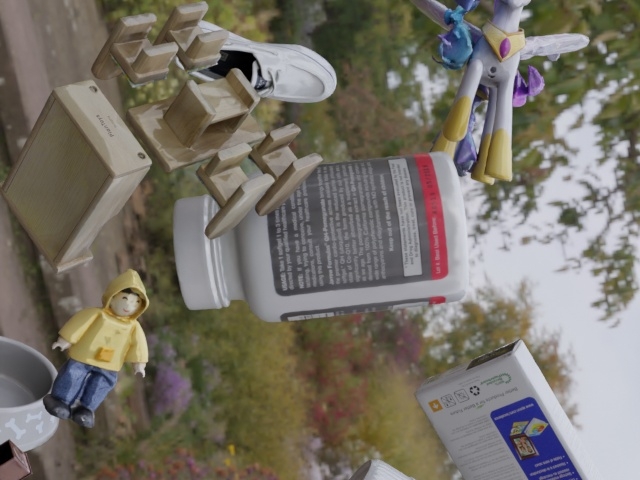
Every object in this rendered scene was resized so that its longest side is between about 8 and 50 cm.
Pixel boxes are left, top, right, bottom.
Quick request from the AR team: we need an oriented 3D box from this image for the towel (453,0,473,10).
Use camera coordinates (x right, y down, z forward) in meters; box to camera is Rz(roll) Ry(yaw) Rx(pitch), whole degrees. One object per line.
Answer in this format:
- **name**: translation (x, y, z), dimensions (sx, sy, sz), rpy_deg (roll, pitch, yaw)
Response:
- **towel**: translation (0.225, -0.490, 1.279), dimensions (0.336, 0.040, 0.243), rpy_deg (-62, -148, 22)

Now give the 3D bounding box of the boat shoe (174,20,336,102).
- **boat shoe**: translation (-0.097, -0.246, 1.444), dimensions (0.084, 0.258, 0.095), rpy_deg (-100, -155, -51)

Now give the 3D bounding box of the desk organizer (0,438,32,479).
- **desk organizer**: translation (-0.526, 0.372, 1.538), dimensions (0.047, 0.130, 0.050), rpy_deg (52, -9, 47)

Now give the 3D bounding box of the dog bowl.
- **dog bowl**: translation (-0.729, 0.318, 2.122), dimensions (0.348, 0.349, 0.102), rpy_deg (-112, -140, -66)

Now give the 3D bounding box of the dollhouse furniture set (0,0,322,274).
- **dollhouse furniture set**: translation (-0.167, -0.088, 0.968), dimensions (0.212, 0.242, 0.161), rpy_deg (53, -47, 10)

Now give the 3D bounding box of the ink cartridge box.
- **ink cartridge box**: translation (0.306, 0.341, 1.443), dimensions (0.370, 0.176, 0.069), rpy_deg (60, 30, -2)

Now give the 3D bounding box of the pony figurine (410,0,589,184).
- **pony figurine**: translation (0.267, -0.275, 1.508), dimensions (0.351, 0.303, 0.363), rpy_deg (-31, 135, -87)

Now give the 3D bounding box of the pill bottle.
- **pill bottle**: translation (0.000, 0.000, 1.124), dimensions (0.176, 0.319, 0.176), rpy_deg (-6, 90, -90)

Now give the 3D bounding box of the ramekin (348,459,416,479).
- **ramekin**: translation (0.095, 0.535, 1.956), dimensions (0.109, 0.207, 0.207), rpy_deg (39, -7, 1)

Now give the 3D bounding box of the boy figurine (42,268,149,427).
- **boy figurine**: translation (-0.383, 0.191, 1.764), dimensions (0.285, 0.177, 0.092), rpy_deg (-61, -157, 1)
